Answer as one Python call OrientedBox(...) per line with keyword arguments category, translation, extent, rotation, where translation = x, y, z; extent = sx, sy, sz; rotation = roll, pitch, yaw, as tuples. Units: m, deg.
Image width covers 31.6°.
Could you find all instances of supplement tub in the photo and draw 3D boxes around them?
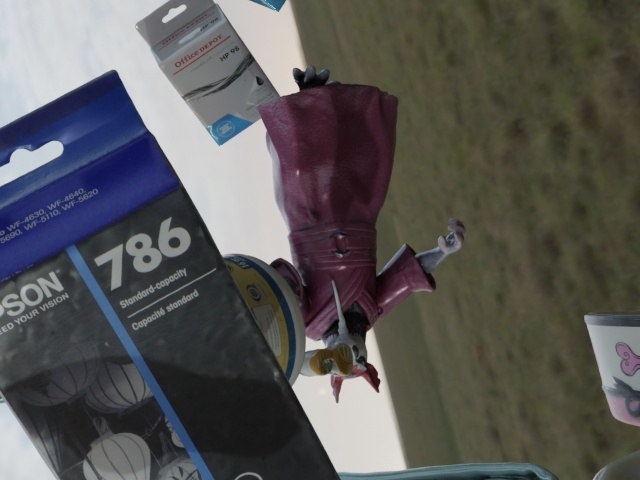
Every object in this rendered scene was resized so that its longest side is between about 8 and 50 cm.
OrientedBox(category="supplement tub", translation=(-0.125, 0.094, 0.975), extent=(0.200, 0.144, 0.144), rotation=(-12, -94, -49))

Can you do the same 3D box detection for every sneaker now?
OrientedBox(category="sneaker", translation=(0.001, 0.114, 1.071), extent=(0.083, 0.037, 0.031), rotation=(12, -107, -59))

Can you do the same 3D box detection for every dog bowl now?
OrientedBox(category="dog bowl", translation=(0.565, 0.171, 1.520), extent=(0.408, 0.408, 0.150), rotation=(42, -132, -87))

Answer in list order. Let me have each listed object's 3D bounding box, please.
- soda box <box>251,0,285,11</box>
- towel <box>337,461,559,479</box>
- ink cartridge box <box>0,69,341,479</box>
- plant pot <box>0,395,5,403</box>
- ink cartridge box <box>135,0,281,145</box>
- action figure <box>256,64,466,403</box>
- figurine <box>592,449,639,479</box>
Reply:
OrientedBox(category="soda box", translation=(-0.023, -0.329, 1.077), extent=(0.071, 0.210, 0.067), rotation=(32, -179, -43))
OrientedBox(category="towel", translation=(0.198, 0.358, 1.222), extent=(0.320, 0.374, 0.090), rotation=(42, -122, -24))
OrientedBox(category="ink cartridge box", translation=(-0.123, 0.073, 0.739), extent=(0.332, 0.165, 0.065), rotation=(63, 173, -23))
OrientedBox(category="plant pot", translation=(-0.394, 0.065, 1.361), extent=(0.248, 0.252, 0.247), rotation=(-150, 68, -77))
OrientedBox(category="ink cartridge box", translation=(-0.138, -0.218, 1.411), extent=(0.180, 0.104, 0.060), rotation=(53, -175, -38))
OrientedBox(category="action figure", translation=(0.000, 0.000, 1.291), extent=(0.276, 0.248, 0.370), rotation=(-12, 79, 63))
OrientedBox(category="figurine", translation=(0.171, 0.271, 0.725), extent=(0.215, 0.092, 0.209), rotation=(-38, -35, -43))
